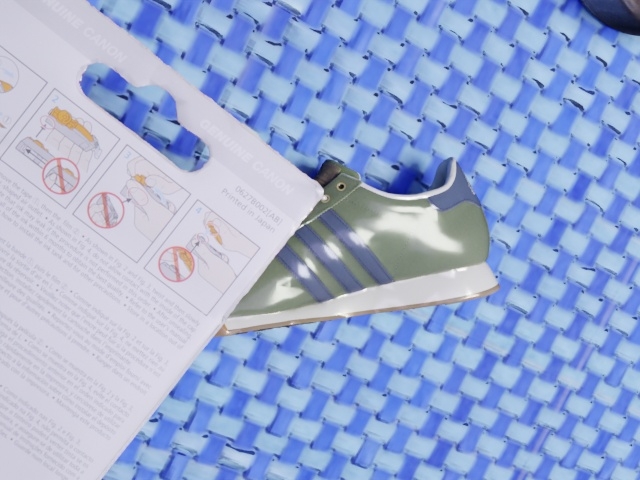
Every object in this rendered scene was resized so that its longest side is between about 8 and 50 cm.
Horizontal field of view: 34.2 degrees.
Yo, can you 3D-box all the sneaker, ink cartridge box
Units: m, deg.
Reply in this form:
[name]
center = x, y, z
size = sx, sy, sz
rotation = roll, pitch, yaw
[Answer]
[sneaker]
center = 0.000, 0.000, 0.565
size = 0.192, 0.064, 0.086
rotation = -8, 90, -11
[ink cartridge box]
center = -0.137, 0.010, 0.499
size = 0.181, 0.056, 0.224
rotation = 38, 87, -9

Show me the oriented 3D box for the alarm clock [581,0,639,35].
[alarm clock]
center = 0.187, -0.184, 0.579
size = 0.192, 0.064, 0.129
rotation = 15, 99, -19
